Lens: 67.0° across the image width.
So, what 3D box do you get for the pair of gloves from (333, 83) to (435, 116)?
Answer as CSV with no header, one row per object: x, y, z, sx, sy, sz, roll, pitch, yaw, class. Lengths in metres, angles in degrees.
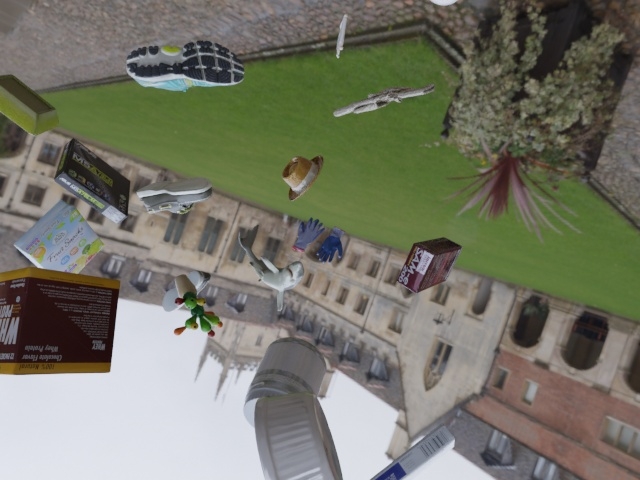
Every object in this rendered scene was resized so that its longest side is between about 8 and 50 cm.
0.179,-0.406,1.368,0.240,0.042,0.204,-26,-159,-32,pair of gloves

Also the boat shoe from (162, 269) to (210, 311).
-0.482,0.188,1.749,0.070,0.219,0.077,12,-136,-60,boat shoe

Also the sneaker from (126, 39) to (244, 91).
-0.324,-0.416,1.178,0.276,0.106,0.110,0,172,-7,sneaker

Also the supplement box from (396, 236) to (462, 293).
0.329,0.068,1.439,0.073,0.130,0.239,31,-160,28,supplement box

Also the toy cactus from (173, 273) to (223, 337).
-0.351,0.179,1.310,0.180,0.112,0.219,57,176,22,toy cactus

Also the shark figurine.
-0.116,0.072,1.303,0.116,0.166,0.278,-18,-147,-36,shark figurine

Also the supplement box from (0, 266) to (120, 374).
-0.531,0.167,0.966,0.129,0.194,0.191,-9,164,32,supplement box

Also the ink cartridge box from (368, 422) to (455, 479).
0.212,0.520,1.117,0.045,0.223,0.224,51,174,30,ink cartridge box

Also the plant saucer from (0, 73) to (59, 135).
-0.778,-0.363,1.252,0.188,0.045,0.188,42,-170,-21,plant saucer

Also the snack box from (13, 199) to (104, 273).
-0.743,0.013,1.394,0.070,0.174,0.207,26,154,16,snack box

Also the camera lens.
-0.111,0.474,1.589,0.220,0.219,0.274,19,-143,5,camera lens

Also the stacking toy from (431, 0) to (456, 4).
0.273,-0.849,1.448,0.351,0.351,0.479,20,-143,-54,stacking toy

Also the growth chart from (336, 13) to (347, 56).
0.091,-0.894,2.136,0.021,0.171,0.237,8,-169,-4,growth chart

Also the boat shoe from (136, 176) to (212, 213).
-0.442,-0.134,1.499,0.305,0.091,0.109,0,-152,33,boat shoe

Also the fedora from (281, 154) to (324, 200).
-0.070,-0.220,1.573,0.079,0.194,0.194,36,173,-21,fedora

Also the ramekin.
-0.041,0.461,1.060,0.127,0.272,0.273,-19,179,0,ramekin

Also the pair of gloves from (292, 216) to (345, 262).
0.000,0.000,1.813,0.198,0.159,0.023,24,155,10,pair of gloves

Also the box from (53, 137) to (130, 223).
-0.591,-0.157,1.272,0.191,0.045,0.184,44,-163,-38,box
